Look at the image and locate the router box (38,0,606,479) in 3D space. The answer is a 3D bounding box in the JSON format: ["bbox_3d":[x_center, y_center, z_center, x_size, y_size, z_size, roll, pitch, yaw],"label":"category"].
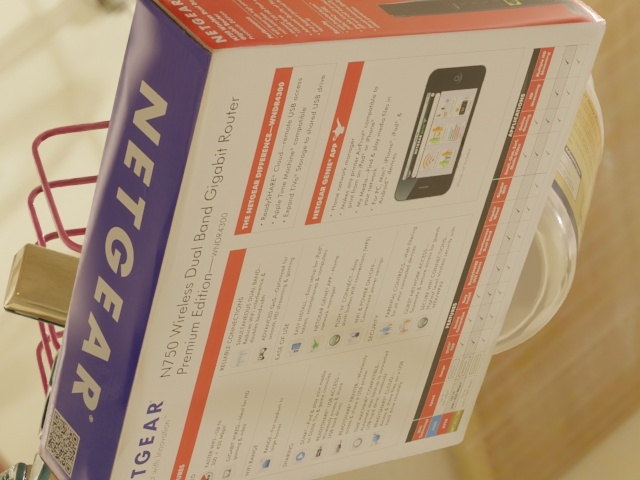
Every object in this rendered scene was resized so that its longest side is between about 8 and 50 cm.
[{"bbox_3d":[0.000,0.000,1.188,0.082,0.301,0.335,43,-52,40],"label":"router box"}]

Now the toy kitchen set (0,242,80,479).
[{"bbox_3d":[-0.246,0.134,1.664,0.122,0.207,0.166,19,-24,-21],"label":"toy kitchen set"}]

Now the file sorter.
[{"bbox_3d":[-0.181,0.047,1.845,0.202,0.182,0.291,-115,-157,-46],"label":"file sorter"}]

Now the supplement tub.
[{"bbox_3d":[0.139,-0.064,1.756,0.228,0.228,0.316,57,30,-21],"label":"supplement tub"}]
